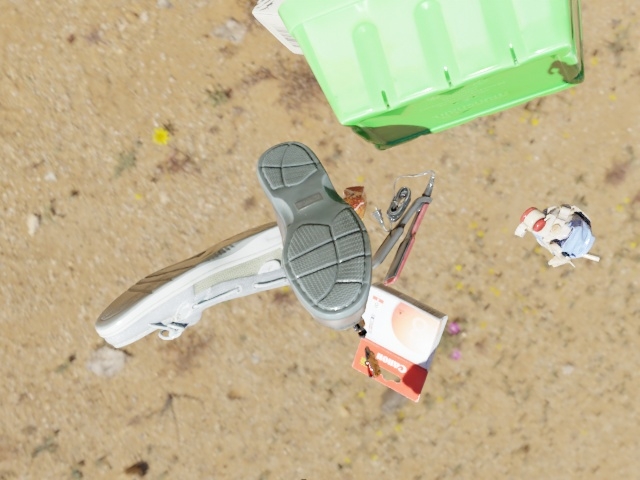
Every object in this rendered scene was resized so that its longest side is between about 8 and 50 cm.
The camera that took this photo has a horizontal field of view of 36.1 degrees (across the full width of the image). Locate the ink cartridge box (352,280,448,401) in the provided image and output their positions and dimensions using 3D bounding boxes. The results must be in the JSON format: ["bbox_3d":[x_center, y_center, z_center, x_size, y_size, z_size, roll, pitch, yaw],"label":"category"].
[{"bbox_3d":[0.128,0.181,1.721,0.045,0.145,0.179,-16,128,-59],"label":"ink cartridge box"}]

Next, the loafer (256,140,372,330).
[{"bbox_3d":[0.000,0.000,1.075,0.096,0.267,0.084,-19,138,-2],"label":"loafer"}]

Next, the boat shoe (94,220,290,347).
[{"bbox_3d":[-0.157,0.072,1.354,0.320,0.118,0.103,-29,102,-36],"label":"boat shoe"}]

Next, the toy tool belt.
[{"bbox_3d":[0.208,-0.003,0.840,0.083,0.051,0.052,12,118,-53],"label":"toy tool belt"}]

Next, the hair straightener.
[{"bbox_3d":[0.136,-0.038,1.693,0.089,0.047,0.230,36,66,-15],"label":"hair straightener"}]

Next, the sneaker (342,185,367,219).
[{"bbox_3d":[0.066,-0.059,1.947,0.064,0.175,0.067,-5,106,17],"label":"sneaker"}]

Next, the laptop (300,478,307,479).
[{"bbox_3d":[-0.060,0.656,2.152,0.234,0.136,0.264,-51,173,-10],"label":"laptop"}]

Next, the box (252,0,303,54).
[{"bbox_3d":[0.021,-0.419,1.474,0.113,0.094,0.275,39,76,-42],"label":"box"}]

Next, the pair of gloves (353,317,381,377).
[{"bbox_3d":[0.053,0.119,1.146,0.010,0.074,0.083,-20,86,9],"label":"pair of gloves"}]

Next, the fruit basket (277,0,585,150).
[{"bbox_3d":[0.134,-0.342,1.242,0.392,0.392,0.283,-56,158,6],"label":"fruit basket"}]
